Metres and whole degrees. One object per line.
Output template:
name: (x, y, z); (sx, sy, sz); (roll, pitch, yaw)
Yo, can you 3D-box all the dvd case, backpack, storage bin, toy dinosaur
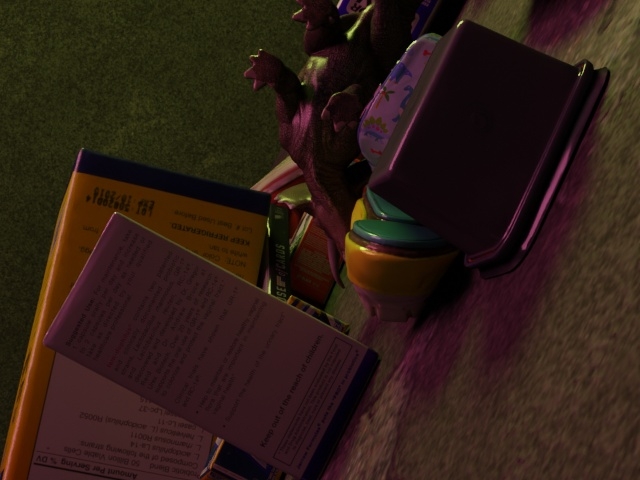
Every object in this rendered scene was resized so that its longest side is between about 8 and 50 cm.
dvd case: (-0.067, 0.101, 1.316); (0.239, 0.029, 0.179); (-94, 22, -54)
backpack: (0.081, -0.078, 0.881); (0.105, 0.084, 0.114); (-58, -21, -3)
storage bin: (0.092, -0.059, 0.787); (0.135, 0.091, 0.098); (-63, 7, -11)
toy dinosaur: (0.023, -0.135, 1.086); (0.160, 0.121, 0.314); (65, -140, -71)

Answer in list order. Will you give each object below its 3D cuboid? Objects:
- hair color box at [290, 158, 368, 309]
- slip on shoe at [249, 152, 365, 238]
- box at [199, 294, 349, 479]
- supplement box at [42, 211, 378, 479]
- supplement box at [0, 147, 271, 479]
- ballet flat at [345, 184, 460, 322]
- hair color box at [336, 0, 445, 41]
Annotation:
hair color box: (0.000, 0.000, 1.406); (0.167, 0.053, 0.093); (-64, 6, -26)
slip on shoe: (-0.019, -0.055, 1.616); (0.331, 0.101, 0.123); (-37, 3, 44)
box: (-0.039, 0.136, 1.128); (0.169, 0.059, 0.054); (-65, 5, -24)
supplement box: (-0.084, 0.080, 0.997); (0.114, 0.220, 0.111); (-63, 7, -5)
supplement box: (-0.189, 0.121, 1.308); (0.195, 0.194, 0.357); (139, 143, -69)
ballet flat: (0.053, 0.014, 0.927); (0.231, 0.077, 0.077); (-81, -1, -78)
hair color box: (0.138, -0.373, 1.547); (0.339, 0.110, 0.185); (-60, -1, 6)
